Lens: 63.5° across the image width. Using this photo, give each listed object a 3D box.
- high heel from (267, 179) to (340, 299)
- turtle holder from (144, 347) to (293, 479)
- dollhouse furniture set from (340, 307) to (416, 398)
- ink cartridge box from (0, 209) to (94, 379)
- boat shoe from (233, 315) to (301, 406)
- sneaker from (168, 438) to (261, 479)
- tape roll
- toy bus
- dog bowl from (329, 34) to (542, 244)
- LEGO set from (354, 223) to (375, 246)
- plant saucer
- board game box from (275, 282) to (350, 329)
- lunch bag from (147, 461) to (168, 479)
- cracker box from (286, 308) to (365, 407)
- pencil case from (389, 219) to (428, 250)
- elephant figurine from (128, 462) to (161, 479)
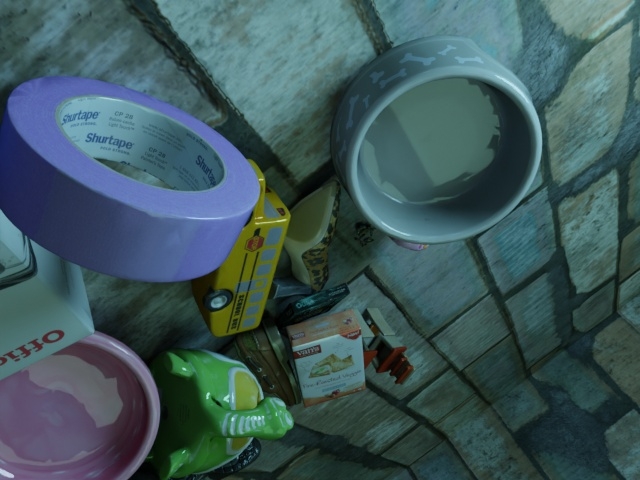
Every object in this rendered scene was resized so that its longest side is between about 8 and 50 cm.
[{"bbox_3d":[0.000,0.000,1.009,0.186,0.093,0.261,-1,125,-58],"label":"high heel"},{"bbox_3d":[-0.217,0.316,1.011,0.227,0.244,0.320,12,137,-46],"label":"turtle holder"},{"bbox_3d":[0.116,0.317,1.362,0.259,0.135,0.262,5,127,-40],"label":"dollhouse furniture set"},{"bbox_3d":[-0.486,0.018,0.575,0.285,0.166,0.395,-27,142,-11],"label":"ink cartridge box"},{"bbox_3d":[-0.122,0.293,1.196,0.104,0.111,0.307,-22,131,-9],"label":"boat shoe"},{"bbox_3d":[-0.295,0.609,1.404,0.286,0.109,0.130,-20,147,-5],"label":"sneaker"},{"bbox_3d":[-0.212,-0.077,0.593,0.274,0.275,0.090,8,125,-41],"label":"tape roll"},{"bbox_3d":[-0.142,0.016,0.876,0.130,0.108,0.333,-8,134,-31],"label":"toy bus"},{"bbox_3d":[0.191,-0.143,0.845,0.348,0.102,0.349,-1,125,-1],"label":"dog bowl"},{"bbox_3d":[0.092,-0.017,1.094,0.054,0.024,0.083,-18,152,-18],"label":"LEGO set"},{"bbox_3d":[-0.444,0.292,0.870,0.331,0.084,0.333,-5,105,-18],"label":"plant saucer"},{"bbox_3d":[-0.021,0.143,1.100,0.126,0.026,0.186,-18,166,-20],"label":"board game box"},{"bbox_3d":[-0.515,0.601,1.122,0.305,0.213,0.256,10,129,-41],"label":"lunch bag"},{"bbox_3d":[0.017,0.274,1.185,0.155,0.067,0.232,-15,130,-8],"label":"cracker box"},{"bbox_3d":[0.220,-0.117,1.002,0.124,0.124,0.284,-2,130,-35],"label":"pencil case"},{"bbox_3d":[-0.394,0.531,0.944,0.239,0.169,0.186,-19,111,-25],"label":"elephant figurine"}]
